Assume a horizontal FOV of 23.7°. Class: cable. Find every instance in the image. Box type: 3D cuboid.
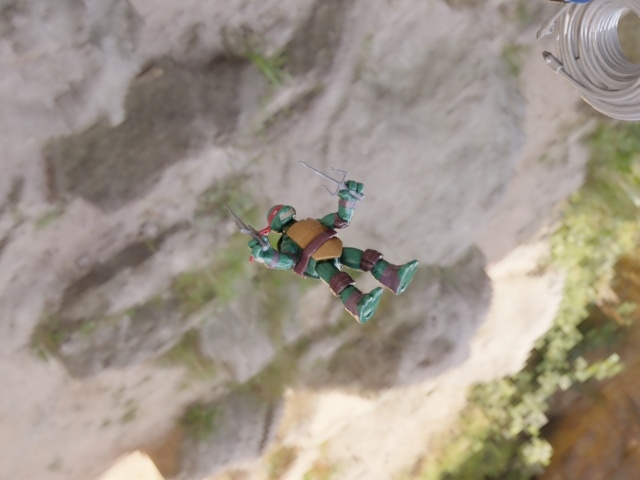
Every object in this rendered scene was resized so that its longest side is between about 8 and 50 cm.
[{"bbox_3d":[0.488,-0.317,2.410,0.089,0.257,0.257,-18,153,-40],"label":"cable"}]

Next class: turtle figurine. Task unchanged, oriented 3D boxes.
[{"bbox_3d":[0.000,0.000,1.942,0.175,0.234,0.118,-45,160,-21],"label":"turtle figurine"}]

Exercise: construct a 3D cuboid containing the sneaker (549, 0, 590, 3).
[{"bbox_3d":[0.182,-0.306,1.595,0.081,0.232,0.090,-67,-159,3],"label":"sneaker"}]
